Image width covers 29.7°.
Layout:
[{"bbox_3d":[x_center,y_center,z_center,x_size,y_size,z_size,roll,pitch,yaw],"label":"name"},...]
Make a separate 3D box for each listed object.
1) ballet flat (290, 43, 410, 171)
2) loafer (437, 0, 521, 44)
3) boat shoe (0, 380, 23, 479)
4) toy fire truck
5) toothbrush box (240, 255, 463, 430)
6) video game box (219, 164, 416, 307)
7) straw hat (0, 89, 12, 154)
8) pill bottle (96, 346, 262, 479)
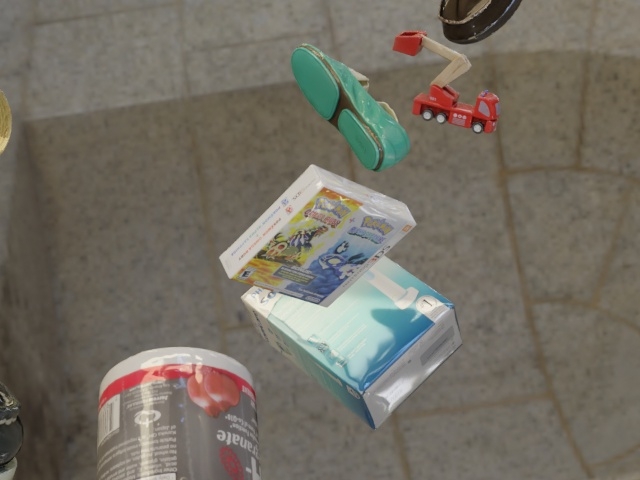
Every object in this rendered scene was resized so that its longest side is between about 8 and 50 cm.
[{"bbox_3d":[0.049,-0.197,1.770,0.247,0.087,0.083,54,-40,27],"label":"ballet flat"},{"bbox_3d":[0.174,-0.301,1.203,0.080,0.078,0.220,26,-92,47],"label":"loafer"},{"bbox_3d":[-0.258,-0.016,0.506,0.113,0.340,0.127,-59,177,-1],"label":"boat shoe"},{"bbox_3d":[0.208,-0.260,1.974,0.047,0.192,0.135,-45,148,-61],"label":"toy fire truck"},{"bbox_3d":[0.050,0.132,1.983,0.295,0.216,0.126,35,-22,33],"label":"toothbrush box"},{"bbox_3d":[0.000,0.000,1.607,0.205,0.187,0.048,19,32,-47],"label":"video game box"},{"bbox_3d":[-0.459,-0.155,1.508,0.061,0.145,0.144,-150,-130,-70],"label":"straw hat"},{"bbox_3d":[-0.146,0.287,1.260,0.176,0.176,0.318,84,0,-54],"label":"pill bottle"}]
